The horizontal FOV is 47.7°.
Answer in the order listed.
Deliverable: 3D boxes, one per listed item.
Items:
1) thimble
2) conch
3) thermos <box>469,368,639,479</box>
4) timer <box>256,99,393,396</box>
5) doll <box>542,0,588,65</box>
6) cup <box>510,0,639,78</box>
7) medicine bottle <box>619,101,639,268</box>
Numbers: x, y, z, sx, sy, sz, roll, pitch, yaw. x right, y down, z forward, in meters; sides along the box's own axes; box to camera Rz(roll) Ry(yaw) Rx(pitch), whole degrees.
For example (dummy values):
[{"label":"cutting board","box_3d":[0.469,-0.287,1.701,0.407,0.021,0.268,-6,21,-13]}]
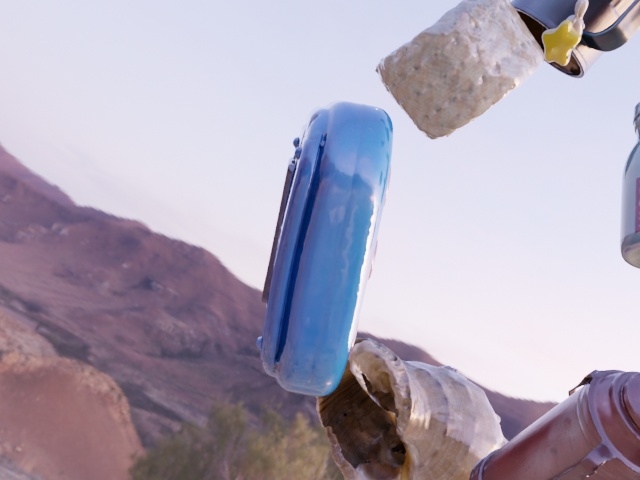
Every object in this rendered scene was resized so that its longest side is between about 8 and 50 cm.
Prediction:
[{"label":"thimble","box_3d":[0.262,-0.337,1.396,0.195,0.292,0.291,54,-13,-7]},{"label":"conch","box_3d":[0.126,0.271,1.083,0.324,0.263,0.186,60,25,-5]},{"label":"thermos","box_3d":[0.215,0.172,0.579,0.099,0.124,0.232,54,-40,21]},{"label":"timer","box_3d":[0.000,0.000,0.877,0.115,0.339,0.309,11,11,-3]},{"label":"doll","box_3d":[0.485,-0.404,1.438,0.072,0.113,0.135,33,-11,15]},{"label":"cup","box_3d":[0.610,-0.559,1.628,0.242,0.292,0.308,43,7,0]},{"label":"medicine bottle","box_3d":[0.421,-0.074,0.894,0.091,0.216,0.090,10,-24,5]}]
